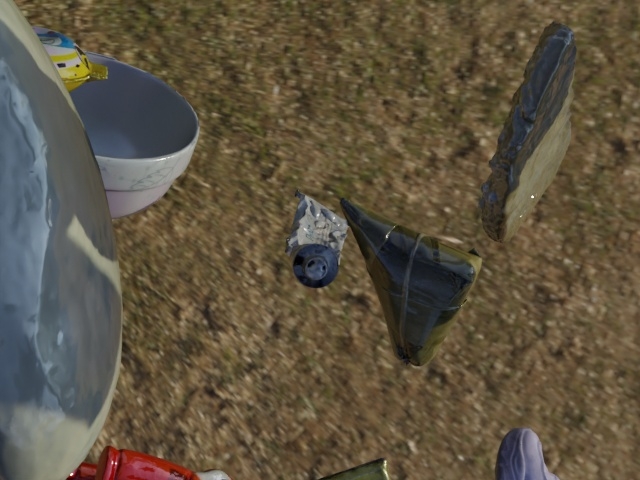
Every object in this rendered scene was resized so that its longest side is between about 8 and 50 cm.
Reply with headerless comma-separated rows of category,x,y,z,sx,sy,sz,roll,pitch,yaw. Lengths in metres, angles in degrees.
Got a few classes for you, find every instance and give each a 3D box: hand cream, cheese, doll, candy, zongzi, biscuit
hand cream,-0.002,0.003,1.490,0.084,0.257,0.050,29,106,-8
cheese,-0.349,-0.190,1.313,0.250,0.156,0.064,2,111,-10
doll,-0.098,0.302,1.409,0.384,0.188,0.099,16,67,-25
candy,-0.267,-0.021,1.019,0.186,0.386,0.427,-16,127,-19
zongzi,0.077,0.052,1.431,0.176,0.078,0.160,23,118,1
biscuit,0.158,-0.064,0.967,0.032,0.250,0.133,26,81,15

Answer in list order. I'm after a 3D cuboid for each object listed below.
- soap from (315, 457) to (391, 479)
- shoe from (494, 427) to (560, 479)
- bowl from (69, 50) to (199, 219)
soap,-0.022,0.320,1.327,0.233,0.076,0.135,-15,141,-6
shoe,0.269,0.323,1.412,0.137,0.245,0.095,-2,146,2
bowl,-0.311,-0.122,1.616,0.287,0.287,0.144,8,123,-21
